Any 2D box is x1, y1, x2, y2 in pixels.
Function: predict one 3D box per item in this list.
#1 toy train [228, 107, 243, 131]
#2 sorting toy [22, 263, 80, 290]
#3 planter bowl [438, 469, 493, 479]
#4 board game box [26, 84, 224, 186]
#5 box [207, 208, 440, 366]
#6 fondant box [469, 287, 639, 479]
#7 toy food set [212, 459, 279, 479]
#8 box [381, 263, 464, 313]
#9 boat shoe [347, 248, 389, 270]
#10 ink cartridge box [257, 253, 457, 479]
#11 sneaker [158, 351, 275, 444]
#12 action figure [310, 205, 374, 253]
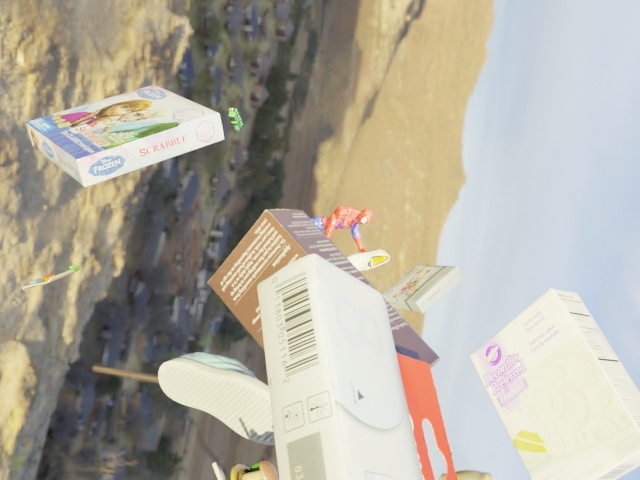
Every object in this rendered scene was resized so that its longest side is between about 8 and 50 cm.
[{"bbox_3d":[-0.173,-0.245,1.541,0.083,0.017,0.023,76,20,-74],"label":"toy train"},{"bbox_3d":[-0.416,0.056,1.183,0.083,0.062,0.012,-30,102,-64],"label":"sorting toy"},{"bbox_3d":[0.324,0.604,1.760,0.162,0.109,0.162,-32,127,-55],"label":"planter bowl"},{"bbox_3d":[-0.426,-0.238,1.635,0.318,0.319,0.065,-25,124,-30],"label":"board game box"},{"bbox_3d":[0.002,0.138,1.324,0.191,0.381,0.143,-49,160,21],"label":"box"},{"bbox_3d":[0.451,0.292,1.413,0.238,0.096,0.330,-49,-134,33],"label":"fondant box"},{"bbox_3d":[-0.091,0.432,1.302,0.128,0.071,0.218,65,8,27],"label":"toy food set"},{"bbox_3d":[0.251,0.117,1.892,0.038,0.145,0.186,56,-18,-12],"label":"box"},{"bbox_3d":[0.092,0.043,1.519,0.035,0.100,0.035,-146,-134,-63],"label":"boat shoe"},{"bbox_3d":[0.093,0.222,0.866,0.385,0.091,0.308,30,40,-46],"label":"ink cartridge box"},{"bbox_3d":[-0.177,0.324,1.676,0.150,0.366,0.135,-25,129,-55],"label":"sneaker"},{"bbox_3d":[0.000,0.000,1.685,0.091,0.281,0.139,2,77,-58],"label":"action figure"}]
